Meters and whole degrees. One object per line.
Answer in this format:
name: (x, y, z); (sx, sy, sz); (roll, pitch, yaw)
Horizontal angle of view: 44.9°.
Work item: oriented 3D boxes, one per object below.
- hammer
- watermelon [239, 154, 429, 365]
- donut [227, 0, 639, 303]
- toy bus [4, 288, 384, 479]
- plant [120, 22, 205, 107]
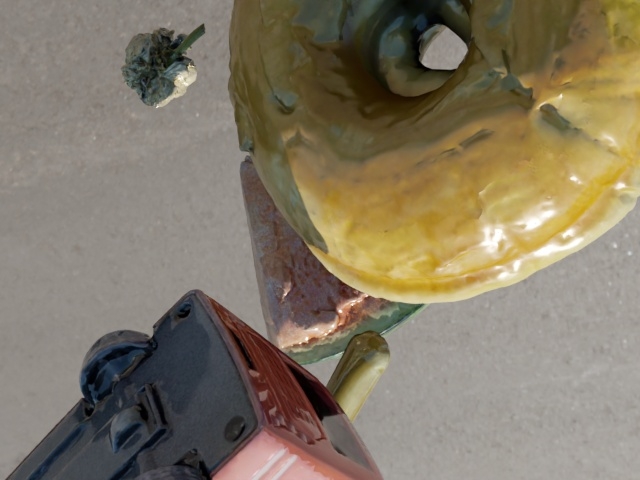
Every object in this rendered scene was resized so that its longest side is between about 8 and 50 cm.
hammer: (-0.010, 0.232, 0.855); (0.113, 0.202, 0.305); (17, 102, -57)
watermelon: (0.015, 0.028, 1.053); (0.283, 0.292, 0.250); (-35, 159, -8)
donut: (0.100, -0.168, 0.685); (0.449, 0.449, 0.198); (-24, 161, 28)
toy bus: (-0.164, 0.267, 0.643); (0.427, 0.203, 0.233); (-47, 127, 6)
plant: (-0.202, -0.243, 1.046); (0.122, 0.116, 0.104); (-24, 125, 33)
